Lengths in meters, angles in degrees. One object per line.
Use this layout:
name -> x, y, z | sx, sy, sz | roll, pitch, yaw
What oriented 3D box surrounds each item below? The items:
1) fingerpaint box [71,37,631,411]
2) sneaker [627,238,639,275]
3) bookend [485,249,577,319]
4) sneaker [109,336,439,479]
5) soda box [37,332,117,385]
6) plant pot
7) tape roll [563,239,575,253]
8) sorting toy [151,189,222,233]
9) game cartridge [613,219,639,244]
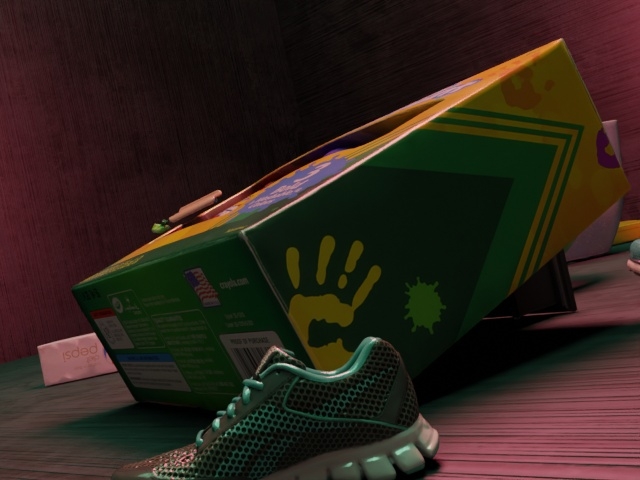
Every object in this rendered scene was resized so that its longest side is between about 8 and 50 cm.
fingerpaint box -> 0.000, 0.000, 0.753 | 0.371, 0.163, 0.445 | -33, 10, -31
sneaker -> 0.419, -0.015, 0.686 | 0.275, 0.109, 0.107 | -15, -2, 43
bookend -> 0.163, 0.064, 0.822 | 0.156, 0.072, 0.157 | -13, 0, -37
sneaker -> -0.027, 0.093, 0.386 | 0.167, 0.076, 0.065 | -12, -2, -10
soda box -> -0.376, 0.194, 1.319 | 0.216, 0.073, 0.069 | -13, -2, 7
plant pot -> 0.463, -0.078, 1.524 | 0.247, 0.252, 0.248 | -12, -2, -2
tape roll -> 0.220, -0.027, 1.109 | 0.321, 0.077, 0.321 | -27, 26, 15
sorting toy -> -0.153, -0.032, 0.861 | 0.083, 0.012, 0.062 | -26, 11, 5
game cartridge -> 0.609, 0.001, 1.842 | 0.286, 0.052, 0.323 | -13, -2, -2
